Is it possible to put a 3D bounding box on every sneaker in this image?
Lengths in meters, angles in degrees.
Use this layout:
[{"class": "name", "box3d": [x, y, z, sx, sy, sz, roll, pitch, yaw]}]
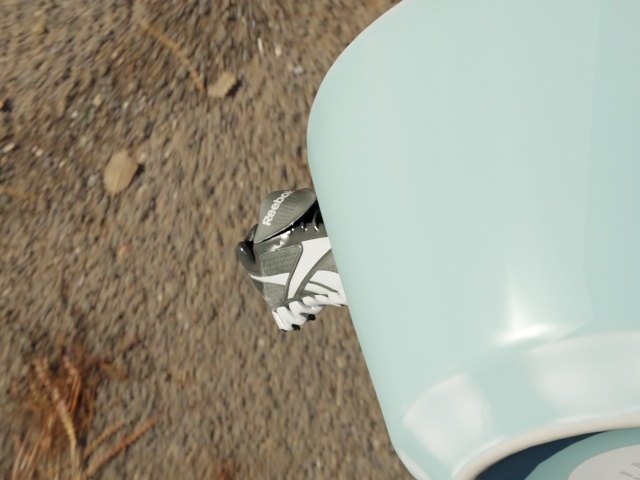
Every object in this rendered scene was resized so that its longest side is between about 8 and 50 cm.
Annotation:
[{"class": "sneaker", "box3d": [0.000, 0.000, 1.196, 0.106, 0.234, 0.078, 48, 58, -7]}]

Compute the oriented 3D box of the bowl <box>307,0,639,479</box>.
[{"class": "bowl", "box3d": [0.143, 0.032, 0.617, 0.311, 0.311, 0.163, 8, 60, -5]}]
